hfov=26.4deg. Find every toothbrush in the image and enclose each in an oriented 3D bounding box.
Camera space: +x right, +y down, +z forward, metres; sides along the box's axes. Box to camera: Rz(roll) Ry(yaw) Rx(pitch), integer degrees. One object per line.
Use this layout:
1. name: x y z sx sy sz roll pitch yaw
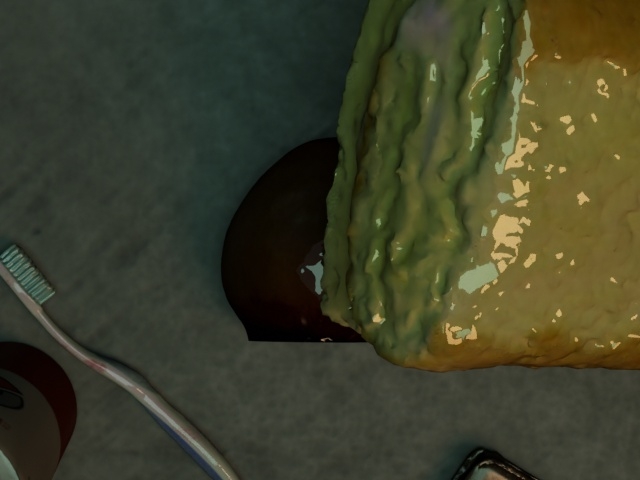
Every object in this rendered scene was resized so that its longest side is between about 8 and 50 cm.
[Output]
1. toothbrush: -0.119 0.105 0.904 0.027 0.021 0.269 -42 98 8

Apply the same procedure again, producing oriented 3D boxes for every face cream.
1. face cream: -0.204 0.125 0.805 0.095 0.214 0.096 0 97 -3

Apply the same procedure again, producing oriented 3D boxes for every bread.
1. bread: 0.187 -0.048 0.758 0.375 0.165 0.237 2 102 -33

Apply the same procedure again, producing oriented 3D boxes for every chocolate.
1. chocolate: 0.000 0.000 0.866 0.124 0.127 0.133 0 84 -33

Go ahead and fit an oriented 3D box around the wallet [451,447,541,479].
1. wallet: 0.162 0.233 0.928 0.198 0.031 0.110 32 94 -6
